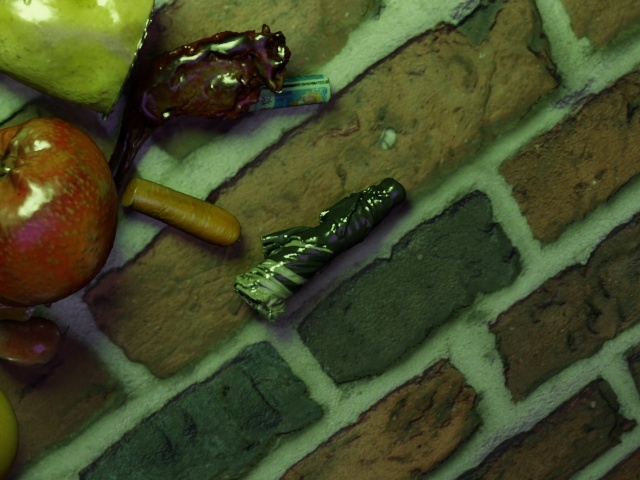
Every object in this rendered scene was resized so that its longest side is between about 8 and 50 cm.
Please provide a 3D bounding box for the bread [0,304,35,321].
[{"bbox_3d":[-0.509,0.071,1.907,0.106,0.082,0.125,5,120,-35],"label":"bread"}]

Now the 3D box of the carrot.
[{"bbox_3d":[-0.227,-0.045,1.978,0.225,0.067,0.067,22,108,-33],"label":"carrot"}]

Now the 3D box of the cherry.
[{"bbox_3d":[-0.493,0.175,1.973,0.126,0.087,0.106,-8,155,-2],"label":"cherry"}]

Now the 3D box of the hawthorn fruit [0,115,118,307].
[{"bbox_3d":[-0.437,-0.029,1.768,0.275,0.275,0.300,-15,120,-16],"label":"hawthorn fruit"}]

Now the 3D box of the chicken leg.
[{"bbox_3d":[-0.228,-0.217,1.848,0.407,0.096,0.158,-36,112,11],"label":"chicken leg"}]

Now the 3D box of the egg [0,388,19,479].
[{"bbox_3d":[-0.647,0.307,1.885,0.322,0.250,0.250,24,108,-28],"label":"egg"}]

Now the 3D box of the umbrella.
[{"bbox_3d":[0.000,0.002,2.112,0.357,0.106,0.113,-38,138,-9],"label":"umbrella"}]

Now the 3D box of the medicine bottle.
[{"bbox_3d":[-0.078,-0.243,1.935,0.191,0.051,0.051,-8,123,-19],"label":"medicine bottle"}]

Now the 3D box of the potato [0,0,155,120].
[{"bbox_3d":[-0.388,-0.308,1.655,0.266,0.229,0.229,15,113,-21],"label":"potato"}]
